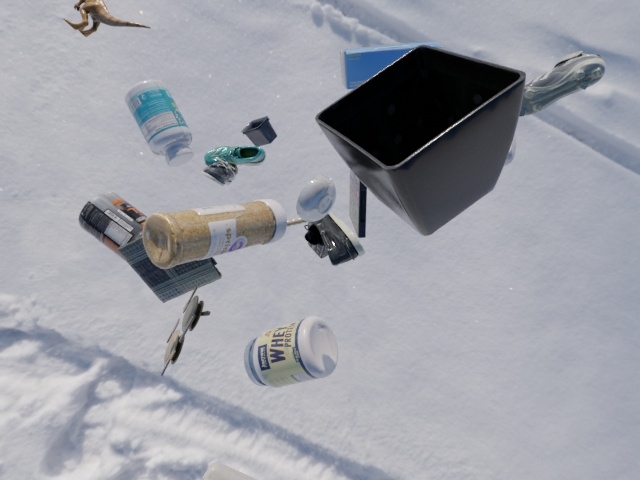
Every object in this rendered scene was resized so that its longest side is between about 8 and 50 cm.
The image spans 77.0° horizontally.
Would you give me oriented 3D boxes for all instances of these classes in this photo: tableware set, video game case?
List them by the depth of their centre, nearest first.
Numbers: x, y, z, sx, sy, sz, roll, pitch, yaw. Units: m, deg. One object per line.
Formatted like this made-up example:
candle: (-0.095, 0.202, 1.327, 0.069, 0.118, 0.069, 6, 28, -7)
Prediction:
tableware set: (-0.319, 0.218, 0.959, 0.039, 0.128, 0.194, 24, 109, -24)
video game case: (0.148, -0.175, 1.594, 0.035, 0.275, 0.248, -2, 112, -3)

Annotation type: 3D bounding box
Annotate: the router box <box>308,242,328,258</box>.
router box: (0.000, 0.000, 1.608, 0.038, 0.122, 0.092, -25, 60, -33)

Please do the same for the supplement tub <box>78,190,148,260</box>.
supplement tub: (-0.842, -0.042, 1.745, 0.338, 0.207, 0.207, 36, 82, 3)

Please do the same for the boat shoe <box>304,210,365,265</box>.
boat shoe: (0.008, -0.026, 1.215, 0.113, 0.340, 0.127, -36, 132, -4)

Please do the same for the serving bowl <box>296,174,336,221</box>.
serving bowl: (-0.001, -0.066, 0.677, 0.027, 0.083, 0.083, 34, 80, 32)

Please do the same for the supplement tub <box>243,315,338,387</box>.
supplement tub: (-0.119, 0.449, 1.599, 0.324, 0.235, 0.236, -23, 88, 27)

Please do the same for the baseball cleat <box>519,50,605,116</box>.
baseball cleat: (0.503, -0.342, 0.888, 0.072, 0.205, 0.109, 54, 40, -31)

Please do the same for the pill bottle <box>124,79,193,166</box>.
pill bottle: (-0.525, -0.383, 1.342, 0.146, 0.146, 0.264, -28, 89, -8)

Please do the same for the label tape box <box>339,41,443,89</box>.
label tape box: (0.190, -0.510, 1.178, 0.249, 0.348, 0.115, -5, 117, 2)

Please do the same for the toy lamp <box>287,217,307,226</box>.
toy lamp: (-0.134, -0.074, 1.759, 0.274, 0.080, 0.080, -11, 86, -6)

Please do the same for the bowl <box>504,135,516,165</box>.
bowl: (0.535, -0.267, 1.240, 0.053, 0.142, 0.142, 38, 55, -23)

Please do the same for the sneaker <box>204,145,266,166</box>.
sneaker: (-0.379, -0.381, 1.774, 0.275, 0.110, 0.107, -8, 87, -3)

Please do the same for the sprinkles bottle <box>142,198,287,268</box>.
sprinkles bottle: (-0.234, -0.026, 0.962, 0.121, 0.355, 0.121, 8, 104, 34)

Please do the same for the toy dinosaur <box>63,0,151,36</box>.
toy dinosaur: (-0.455, -0.464, 0.821, 0.112, 0.064, 0.211, -45, 69, 4)

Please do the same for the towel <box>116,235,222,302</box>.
towel: (-0.596, 0.086, 1.619, 0.324, 0.056, 0.312, -22, 117, 16)

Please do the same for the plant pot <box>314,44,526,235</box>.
plant pot: (0.137, -0.121, 0.541, 0.187, 0.188, 0.167, -36, 132, -4)

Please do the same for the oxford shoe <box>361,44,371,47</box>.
oxford shoe: (0.187, -0.648, 1.592, 0.082, 0.096, 0.227, -9, 113, 3)

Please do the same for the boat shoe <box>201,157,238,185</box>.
boat shoe: (-0.346, -0.244, 1.430, 0.095, 0.254, 0.079, 38, 97, 0)

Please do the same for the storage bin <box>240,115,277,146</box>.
storage bin: (-0.243, -0.446, 1.657, 0.091, 0.135, 0.098, 54, 57, -32)

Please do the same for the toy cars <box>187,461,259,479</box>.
toy cars: (-0.180, 0.295, 0.315, 0.393, 0.087, 0.177, -20, 108, 14)
